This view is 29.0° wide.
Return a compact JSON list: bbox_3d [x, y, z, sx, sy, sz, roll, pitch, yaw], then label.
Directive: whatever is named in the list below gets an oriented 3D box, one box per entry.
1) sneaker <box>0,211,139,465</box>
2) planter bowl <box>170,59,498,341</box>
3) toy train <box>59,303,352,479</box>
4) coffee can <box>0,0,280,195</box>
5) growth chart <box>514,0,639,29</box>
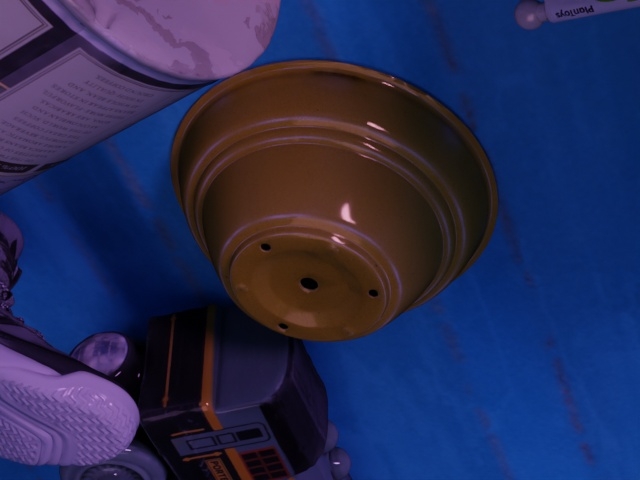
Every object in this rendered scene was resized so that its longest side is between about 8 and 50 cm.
[{"bbox_3d":[-0.222,0.049,0.834,0.268,0.153,0.101,14,137,17],"label":"sneaker"},{"bbox_3d":[0.000,0.000,0.780,0.217,0.090,0.217,7,136,7],"label":"planter bowl"},{"bbox_3d":[-0.069,0.184,0.960,0.190,0.142,0.334,-12,131,12],"label":"toy train"},{"bbox_3d":[-0.187,-0.120,0.624,0.275,0.202,0.201,-22,126,32],"label":"coffee can"},{"bbox_3d":[0.095,-0.198,0.548,0.172,0.021,0.237,-9,121,46],"label":"growth chart"}]
